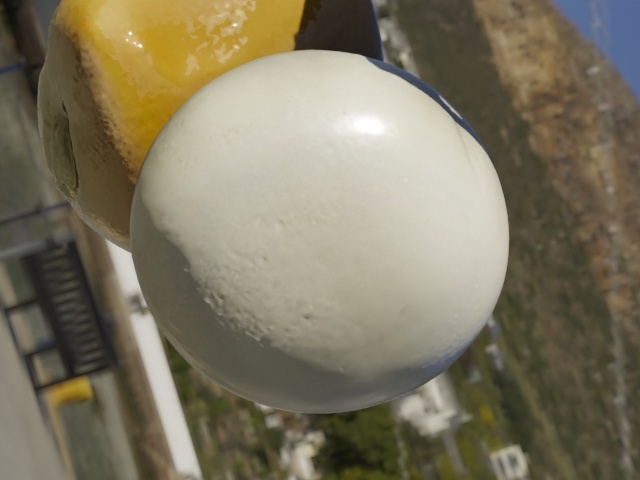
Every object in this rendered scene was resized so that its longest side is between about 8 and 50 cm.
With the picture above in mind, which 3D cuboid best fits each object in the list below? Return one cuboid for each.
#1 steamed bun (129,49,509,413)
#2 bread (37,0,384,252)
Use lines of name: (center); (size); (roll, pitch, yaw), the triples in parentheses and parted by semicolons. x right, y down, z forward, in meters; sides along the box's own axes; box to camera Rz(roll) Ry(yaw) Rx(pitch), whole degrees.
steamed bun: (0.000, 0.000, 1.346); (0.206, 0.324, 0.324); (-101, 178, -63)
bread: (-0.116, -0.151, 1.706); (0.253, 0.376, 0.348); (41, -37, 32)
